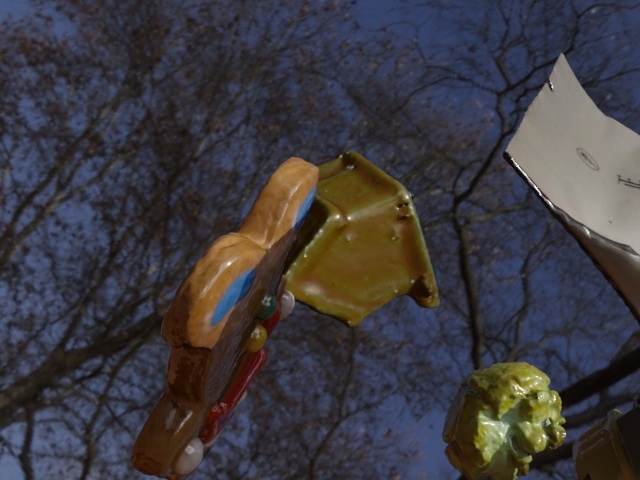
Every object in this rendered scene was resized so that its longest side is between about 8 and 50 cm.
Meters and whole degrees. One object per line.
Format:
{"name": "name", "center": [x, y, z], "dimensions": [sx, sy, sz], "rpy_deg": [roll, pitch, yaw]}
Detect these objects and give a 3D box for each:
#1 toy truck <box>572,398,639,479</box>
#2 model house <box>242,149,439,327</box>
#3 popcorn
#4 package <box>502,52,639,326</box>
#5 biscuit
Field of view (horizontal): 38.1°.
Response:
{"name": "toy truck", "center": [0.485, 0.362, 1.198], "dimensions": [0.405, 0.181, 0.254], "rpy_deg": [35, -58, -30]}
{"name": "model house", "center": [-0.005, 0.000, 1.258], "dimensions": [0.268, 0.239, 0.173], "rpy_deg": [37, -40, 50]}
{"name": "popcorn", "center": [0.308, 0.310, 1.582], "dimensions": [0.183, 0.204, 0.221], "rpy_deg": [39, -77, 7]}
{"name": "package", "center": [0.227, -0.004, 0.599], "dimensions": [0.251, 0.204, 0.062], "rpy_deg": [39, -58, 1]}
{"name": "biscuit", "center": [-0.069, 0.086, 0.699], "dimensions": [0.049, 0.205, 0.324], "rpy_deg": [29, -46, 6]}
